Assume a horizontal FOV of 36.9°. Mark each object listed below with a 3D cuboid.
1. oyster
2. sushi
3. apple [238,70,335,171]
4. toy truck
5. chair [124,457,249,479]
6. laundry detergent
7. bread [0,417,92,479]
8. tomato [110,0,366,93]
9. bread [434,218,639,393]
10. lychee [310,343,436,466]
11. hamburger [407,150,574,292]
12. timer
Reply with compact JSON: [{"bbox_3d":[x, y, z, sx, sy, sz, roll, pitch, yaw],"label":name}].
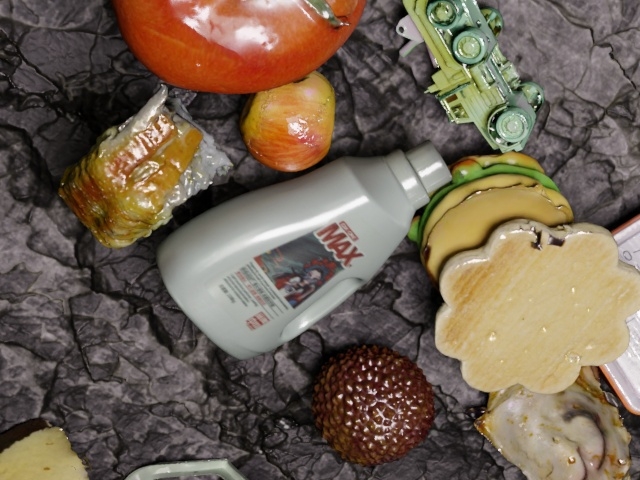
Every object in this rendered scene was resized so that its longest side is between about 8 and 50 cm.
[{"bbox_3d":[0.408,0.306,1.534,0.221,0.096,0.361,-33,109,33],"label":"oyster"},{"bbox_3d":[-0.223,-0.089,1.225,0.184,0.274,0.139,-45,102,-26],"label":"sushi"},{"bbox_3d":[-0.047,-0.164,1.295,0.146,0.146,0.147,-3,107,-10],"label":"apple"},{"bbox_3d":[0.202,-0.242,1.340,0.135,0.128,0.260,-28,105,35],"label":"toy truck"},{"bbox_3d":[-0.171,0.457,1.435,0.190,0.274,0.204,0,106,-36],"label":"chair"},{"bbox_3d":[0.000,0.000,1.326,0.397,0.125,0.264,-31,134,5],"label":"laundry detergent"},{"bbox_3d":[-0.426,0.464,1.318,0.345,0.405,0.242,-28,121,-15],"label":"bread"},{"bbox_3d":[-0.108,-0.349,1.166,0.341,0.272,0.342,-2,96,-23],"label":"tomato"},{"bbox_3d":[0.306,0.095,1.356,0.315,0.054,0.316,-3,123,-4],"label":"bread"},{"bbox_3d":[0.075,0.241,1.426,0.188,0.188,0.188,-3,107,-10],"label":"lychee"},{"bbox_3d":[0.240,-0.030,1.383,0.237,0.149,0.237,-3,127,-4],"label":"hamburger"},{"bbox_3d":[0.504,0.088,1.474,0.257,0.161,0.250,-32,100,0],"label":"timer"}]
